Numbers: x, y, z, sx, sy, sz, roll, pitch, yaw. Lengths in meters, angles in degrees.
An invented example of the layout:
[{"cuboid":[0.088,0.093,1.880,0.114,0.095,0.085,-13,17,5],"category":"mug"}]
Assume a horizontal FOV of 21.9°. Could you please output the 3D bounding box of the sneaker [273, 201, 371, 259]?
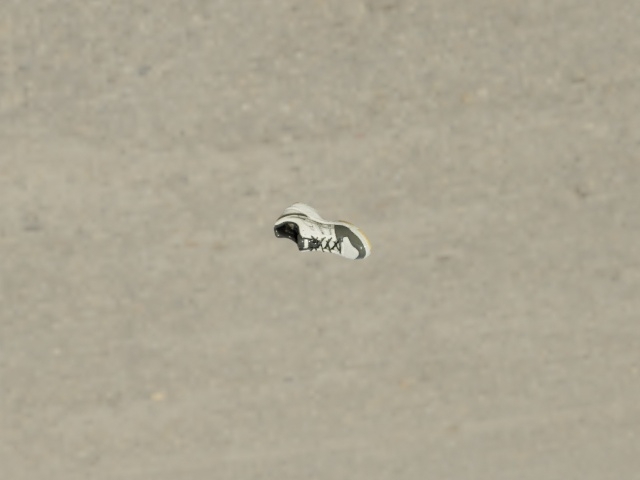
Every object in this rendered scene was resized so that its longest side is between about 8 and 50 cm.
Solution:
[{"cuboid":[0.000,0.000,1.304,0.083,0.037,0.032,22,132,30],"category":"sneaker"}]
